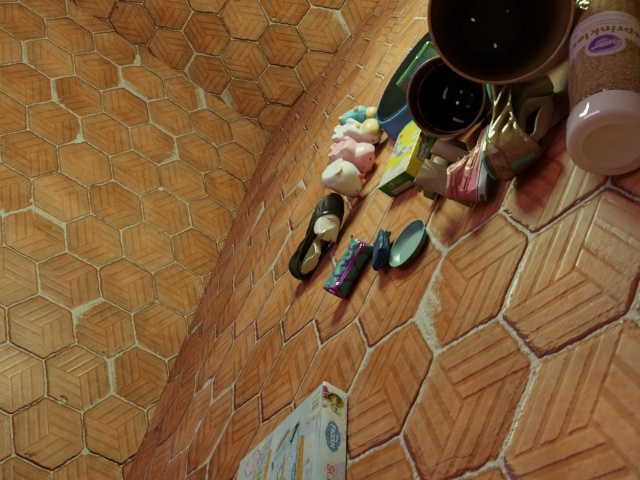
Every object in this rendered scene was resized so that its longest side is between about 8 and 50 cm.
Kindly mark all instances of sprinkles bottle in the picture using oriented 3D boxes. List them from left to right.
[{"bbox_3d":[0.444,-0.258,1.048,0.121,0.121,0.355,-41,23,45],"label":"sprinkles bottle"}]

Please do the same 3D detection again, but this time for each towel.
[{"bbox_3d":[0.139,0.022,1.552,0.119,0.029,0.067,-77,6,-67],"label":"towel"}]

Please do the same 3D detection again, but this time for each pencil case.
[{"bbox_3d":[0.068,0.067,1.648,0.151,0.064,0.070,-60,-8,-7],"label":"pencil case"}]

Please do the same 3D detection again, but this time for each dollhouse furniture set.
[{"bbox_3d":[0.289,-0.132,1.436,0.144,0.123,0.151,-60,-18,-10],"label":"dollhouse furniture set"}]

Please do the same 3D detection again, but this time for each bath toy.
[{"bbox_3d":[0.108,-0.259,2.025,0.151,0.129,0.348,-23,35,36],"label":"bath toy"}]

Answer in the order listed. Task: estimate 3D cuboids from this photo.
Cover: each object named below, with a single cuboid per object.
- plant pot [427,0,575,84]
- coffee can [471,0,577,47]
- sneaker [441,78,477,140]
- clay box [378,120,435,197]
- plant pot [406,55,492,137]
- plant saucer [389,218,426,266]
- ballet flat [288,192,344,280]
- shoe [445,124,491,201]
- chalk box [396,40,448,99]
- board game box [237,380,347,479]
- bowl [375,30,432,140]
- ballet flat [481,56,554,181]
[{"bbox_3d":[0.321,-0.403,1.240,0.237,0.237,0.254,-53,-2,16],"label":"plant pot"},{"bbox_3d":[0.456,-0.536,1.378,0.275,0.201,0.201,-29,32,59],"label":"coffee can"},{"bbox_3d":[0.327,-0.332,1.570,0.212,0.094,0.080,-51,19,22],"label":"sneaker"},{"bbox_3d":[0.231,-0.226,1.729,0.127,0.053,0.222,-31,30,57],"label":"clay box"},{"bbox_3d":[0.291,-0.305,1.457,0.167,0.167,0.165,-50,-15,24],"label":"plant pot"},{"bbox_3d":[0.193,0.010,1.465,0.119,0.021,0.119,-51,18,24],"label":"plant saucer"},{"bbox_3d":[0.000,0.000,1.944,0.280,0.095,0.096,-63,24,19],"label":"ballet flat"},{"bbox_3d":[0.294,-0.153,1.325,0.081,0.063,0.178,3,60,24],"label":"shoe"},{"bbox_3d":[0.280,-0.398,1.662,0.132,0.132,0.213,-52,0,20],"label":"chalk box"},{"bbox_3d":[-0.068,0.481,1.284,0.318,0.066,0.318,-48,19,29],"label":"board game box"},{"bbox_3d":[0.296,-0.470,1.947,0.391,0.077,0.391,-51,17,23],"label":"bowl"},{"bbox_3d":[0.377,-0.251,1.280,0.124,0.116,0.342,-20,35,33],"label":"ballet flat"}]
